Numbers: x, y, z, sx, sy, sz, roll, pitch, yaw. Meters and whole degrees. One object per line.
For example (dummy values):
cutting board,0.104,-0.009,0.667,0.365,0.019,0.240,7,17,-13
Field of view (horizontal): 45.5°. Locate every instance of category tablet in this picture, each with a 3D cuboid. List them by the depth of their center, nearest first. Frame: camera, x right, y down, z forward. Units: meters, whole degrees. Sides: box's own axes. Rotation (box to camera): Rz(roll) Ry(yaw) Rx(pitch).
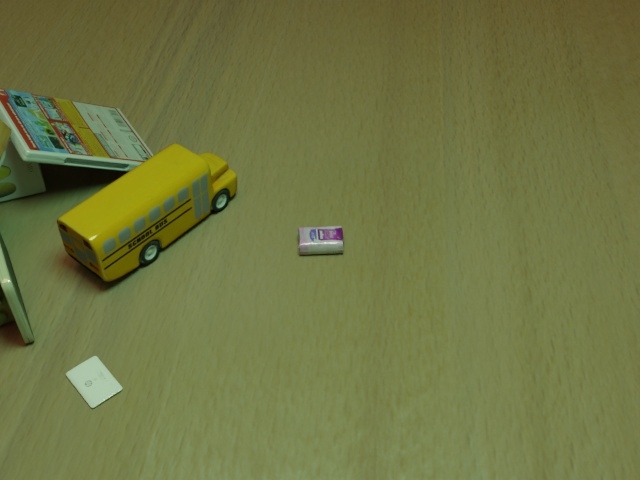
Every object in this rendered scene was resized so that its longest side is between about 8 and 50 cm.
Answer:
tablet,-0.348,0.216,1.171,0.054,0.006,0.083,-32,53,-28

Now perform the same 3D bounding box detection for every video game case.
video game case,-0.469,-0.208,1.463,0.285,0.025,0.204,2,40,-49

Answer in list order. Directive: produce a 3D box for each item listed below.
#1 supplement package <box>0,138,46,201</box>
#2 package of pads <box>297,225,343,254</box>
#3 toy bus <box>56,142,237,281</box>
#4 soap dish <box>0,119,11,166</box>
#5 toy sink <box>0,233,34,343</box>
supplement package,-0.666,-0.153,1.442,0.244,0.139,0.134,-16,46,-16
package of pads,0.000,0.000,1.375,0.083,0.032,0.050,-2,48,-3
toy bus,-0.297,-0.065,1.365,0.108,0.130,0.332,30,52,26
soap dish,-0.674,-0.127,1.223,0.290,0.118,0.229,-4,41,-1
toy sink,-0.564,0.061,1.221,0.131,0.153,0.234,-20,50,-19
